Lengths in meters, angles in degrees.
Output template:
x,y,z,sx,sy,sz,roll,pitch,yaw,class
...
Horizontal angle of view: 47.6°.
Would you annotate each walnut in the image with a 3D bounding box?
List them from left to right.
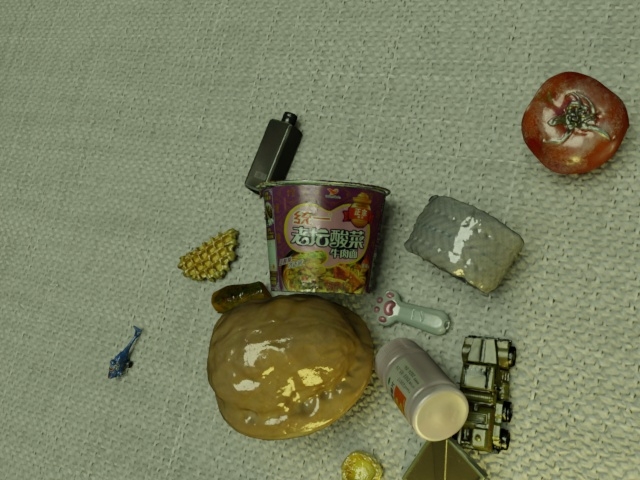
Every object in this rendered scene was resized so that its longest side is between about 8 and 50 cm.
x,y,z,sx,sy,sz,roll,pitch,yaw,class
-0.084,0.286,1.718,0.384,0.384,0.383,-7,73,24,walnut

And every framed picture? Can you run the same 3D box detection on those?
x,y,z,sx,sy,sz,roll,pitch,yaw,class
0.271,0.527,1.616,0.150,0.015,0.203,44,130,29,framed picture

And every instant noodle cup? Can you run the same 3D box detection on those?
x,y,z,sx,sy,sz,roll,pitch,yaw,class
0.000,0.000,1.801,0.340,0.340,0.265,2,87,26,instant noodle cup

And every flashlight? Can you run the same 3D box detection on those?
x,y,z,sx,sy,sz,roll,pitch,yaw,class
0.221,0.182,1.778,0.201,0.047,0.093,15,82,29,flashlight

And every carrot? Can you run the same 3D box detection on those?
x,y,z,sx,sy,sz,roll,pitch,yaw,class
-0.214,0.155,1.978,0.173,0.082,0.082,-13,70,20,carrot

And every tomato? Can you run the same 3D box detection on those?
x,y,z,sx,sy,sz,roll,pitch,yaw,class
0.575,-0.260,1.654,0.232,0.189,0.231,1,91,23,tomato

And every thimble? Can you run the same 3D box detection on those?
x,y,z,sx,sy,sz,roll,pitch,yaw,class
0.328,0.009,1.680,0.246,0.217,0.157,31,89,36,thimble

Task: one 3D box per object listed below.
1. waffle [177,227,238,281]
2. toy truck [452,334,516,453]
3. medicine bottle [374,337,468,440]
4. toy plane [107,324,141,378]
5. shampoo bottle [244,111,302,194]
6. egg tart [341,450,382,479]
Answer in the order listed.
x,y,z,sx,sy,sz,roll,pitch,yaw,class
-0.324,0.039,2.083,0.192,0.046,0.160,4,80,27,waffle
0.360,0.339,1.625,0.127,0.127,0.256,3,73,28,toy truck
0.219,0.326,1.626,0.133,0.133,0.249,-50,26,6,medicine bottle
-0.572,0.330,2.114,0.054,0.062,0.167,24,77,29,toy plane
-0.127,-0.245,2.048,0.080,0.079,0.246,19,85,27,shampoo bottle
0.100,0.554,1.736,0.105,0.039,0.105,-7,73,24,egg tart
